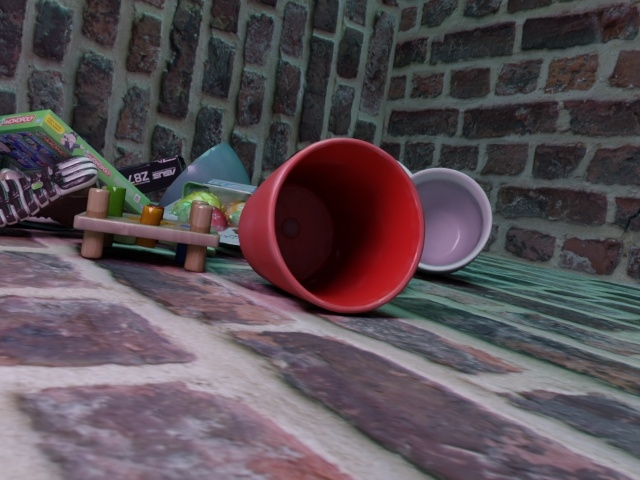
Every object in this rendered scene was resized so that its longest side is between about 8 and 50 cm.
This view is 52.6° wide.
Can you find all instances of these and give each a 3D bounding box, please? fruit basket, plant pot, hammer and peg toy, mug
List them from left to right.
[{"bbox_3d":[-0.331,-0.033,1.299,0.266,0.127,0.361,8,4,-12],"label":"hammer and peg toy"},{"bbox_3d":[-0.314,-0.121,1.939,0.195,0.290,0.290,45,5,1],"label":"plant pot"},{"bbox_3d":[-0.261,-0.059,1.620,0.327,0.165,0.353,11,8,8],"label":"fruit basket"},{"bbox_3d":[-0.006,-0.020,1.079,0.275,0.275,0.243,7,-5,-27],"label":"plant pot"},{"bbox_3d":[0.303,-0.074,1.850,0.374,0.276,0.328,53,3,11],"label":"mug"}]

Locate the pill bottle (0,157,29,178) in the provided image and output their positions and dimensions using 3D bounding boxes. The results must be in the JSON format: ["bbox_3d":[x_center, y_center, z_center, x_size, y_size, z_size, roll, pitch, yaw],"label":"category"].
[{"bbox_3d":[-0.794,-0.170,1.623,0.363,0.210,0.210,8,4,-11],"label":"pill bottle"}]

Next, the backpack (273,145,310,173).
[{"bbox_3d":[-0.062,-0.138,1.967,0.273,0.290,0.355,40,-28,11],"label":"backpack"}]

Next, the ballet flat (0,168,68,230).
[{"bbox_3d":[-0.726,-0.102,1.388,0.400,0.139,0.139,7,4,-36],"label":"ballet flat"}]

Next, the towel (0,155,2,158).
[{"bbox_3d":[-0.791,-0.197,1.384,0.209,0.034,0.285,4,12,-13],"label":"towel"}]

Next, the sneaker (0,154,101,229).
[{"bbox_3d":[-0.567,-0.056,1.304,0.281,0.106,0.162,-20,-28,-11],"label":"sneaker"}]

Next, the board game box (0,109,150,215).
[{"bbox_3d":[-0.549,-0.154,1.400,0.213,0.046,0.317,0,-31,29],"label":"board game box"}]

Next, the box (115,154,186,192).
[{"bbox_3d":[-0.619,-0.179,2.028,0.395,0.097,0.318,-15,9,-7],"label":"box"}]
